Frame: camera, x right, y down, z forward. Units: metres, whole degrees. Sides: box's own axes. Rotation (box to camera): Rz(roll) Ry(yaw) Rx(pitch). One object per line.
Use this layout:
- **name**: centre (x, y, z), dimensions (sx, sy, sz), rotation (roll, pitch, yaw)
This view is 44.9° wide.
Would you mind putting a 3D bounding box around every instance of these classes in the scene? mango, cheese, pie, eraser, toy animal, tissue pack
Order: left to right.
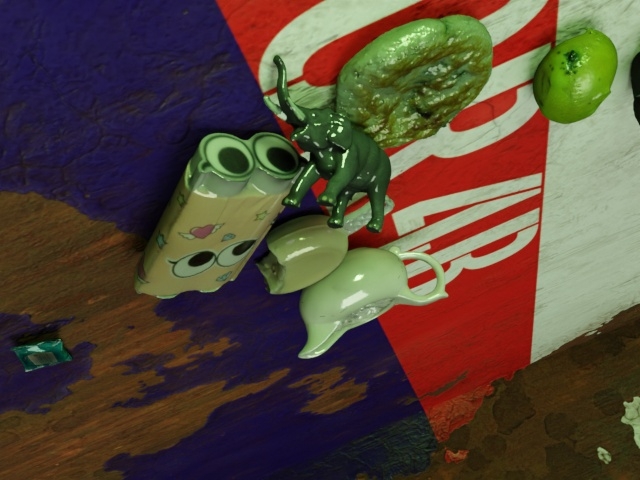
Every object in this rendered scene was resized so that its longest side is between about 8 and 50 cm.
- **tissue pack**: centre (-0.474, 0.192, 1.324), dimensions (0.085, 0.028, 0.138), rotation (-11, 156, -15)
- **eraser**: centre (-0.151, -0.029, 1.092), dimensions (0.171, 0.087, 0.290), rotation (-8, 150, -37)
- **toy animal**: centre (0.005, -0.102, 0.988), dimensions (0.082, 0.137, 0.269), rotation (2, 156, 40)
- **cheese**: centre (0.010, 0.005, 1.296), dimensions (0.248, 0.071, 0.163), rotation (-21, 153, -4)
- **pie**: centre (0.122, -0.203, 1.017), dimensions (0.240, 0.054, 0.240), rotation (-19, 155, -9)
- **mango**: centre (0.367, -0.225, 1.114), dimensions (0.119, 0.100, 0.178), rotation (-25, 161, 1)

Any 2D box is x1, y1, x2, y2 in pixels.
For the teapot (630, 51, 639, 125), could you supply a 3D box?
- **teapot**: centre (0.633, -0.273, 1.148), dimensions (0.336, 0.200, 0.271), rotation (-22, 128, 2)

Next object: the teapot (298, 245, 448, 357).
- **teapot**: centre (0.083, 0.098, 1.418), dimensions (0.299, 0.166, 0.208), rotation (-17, 150, 1)
